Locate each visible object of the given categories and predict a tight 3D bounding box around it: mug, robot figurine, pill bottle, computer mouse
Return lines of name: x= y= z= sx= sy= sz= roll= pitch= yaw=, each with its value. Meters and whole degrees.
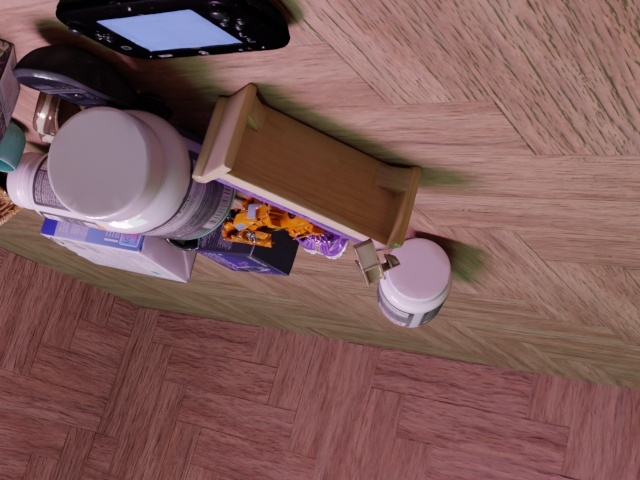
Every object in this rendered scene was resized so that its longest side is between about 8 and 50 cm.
mug: x=-0.708 y=-0.222 z=1.789 sx=0.129 sy=0.097 sz=0.158 roll=17 pitch=165 yaw=-3
robot figurine: x=-0.117 y=-0.041 z=1.809 sx=0.211 sy=0.085 sz=0.291 roll=10 pitch=168 yaw=-29
pill bottle: x=-0.292 y=-0.108 z=1.407 sx=0.204 sy=0.204 sz=0.361 roll=12 pitch=179 yaw=13
pill bottle: x=-0.561 y=-0.118 z=1.894 sx=0.278 sy=0.162 sz=0.162 roll=11 pitch=165 yaw=20
computer mouse: x=-0.385 y=-0.264 z=1.366 sx=0.188 sy=0.072 sz=0.272 roll=6 pitch=175 yaw=27
pill bottle: x=0.211 y=0.095 z=1.867 sx=0.161 sy=0.161 sz=0.283 roll=14 pitch=165 yaw=5

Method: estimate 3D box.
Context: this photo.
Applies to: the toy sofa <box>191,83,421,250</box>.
toy sofa: x=-0.027 y=-0.105 z=1.396 sx=0.362 sy=0.150 sz=0.177 roll=23 pitch=163 yaw=-26

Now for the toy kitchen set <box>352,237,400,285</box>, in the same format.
toy kitchen set: x=0.091 y=0.020 z=1.400 sx=0.068 sy=0.075 sz=0.083 roll=-22 pitch=-158 yaw=-3

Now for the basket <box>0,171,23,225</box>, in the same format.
basket: x=-0.892 y=-0.117 z=2.141 sx=0.223 sy=0.213 sz=0.299 roll=16 pitch=166 yaw=4

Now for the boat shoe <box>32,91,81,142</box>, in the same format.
boat shoe: x=-0.473 y=-0.230 z=1.543 sx=0.095 sy=0.095 sz=0.257 roll=14 pitch=177 yaw=-14

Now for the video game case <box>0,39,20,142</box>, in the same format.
video game case: x=-0.588 y=-0.216 z=1.458 sx=0.042 sy=0.210 sz=0.232 roll=19 pitch=166 yaw=-13

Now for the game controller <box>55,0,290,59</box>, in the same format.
game controller: x=-0.194 y=-0.283 z=1.078 sx=0.319 sy=0.067 sz=0.166 roll=6 pitch=162 yaw=36

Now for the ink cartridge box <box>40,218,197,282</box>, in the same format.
ink cartridge box: x=-0.571 y=-0.019 z=2.292 sx=0.395 sy=0.151 sz=0.270 roll=8 pitch=163 yaw=24

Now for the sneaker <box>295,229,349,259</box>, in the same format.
sneaker: x=0.000 y=0.000 z=1.931 sx=0.170 sy=0.068 sz=0.071 roll=1 pitch=153 yaw=47

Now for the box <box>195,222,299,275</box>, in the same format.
box: x=-0.182 y=0.008 z=2.066 sx=0.207 sy=0.108 sz=0.153 roll=4 pitch=160 yaw=41

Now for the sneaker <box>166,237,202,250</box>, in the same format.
sneaker: x=-0.330 y=-0.050 z=1.932 sx=0.129 sy=0.147 sz=0.330 roll=19 pitch=166 yaw=-11
